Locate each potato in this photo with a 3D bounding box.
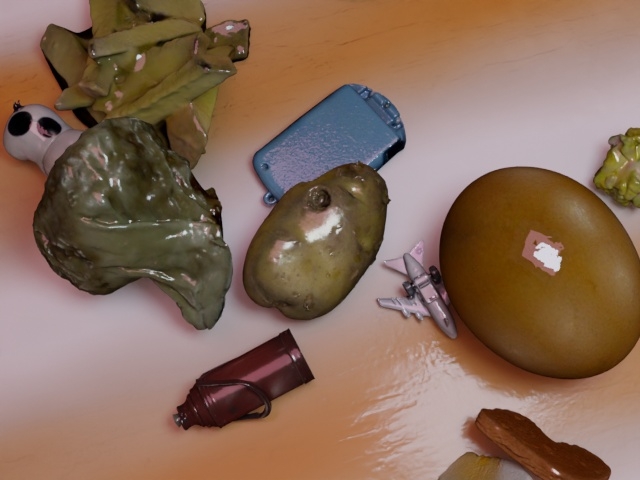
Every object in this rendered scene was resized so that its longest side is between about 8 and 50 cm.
[{"bbox_3d":[0.000,0.000,1.359,0.191,0.141,0.296,43,85,-19],"label":"potato"}]

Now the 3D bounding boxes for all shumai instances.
[{"bbox_3d":[-0.261,-0.009,1.290,0.292,0.330,0.288,-36,64,-23],"label":"shumai"}]

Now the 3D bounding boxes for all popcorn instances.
[{"bbox_3d":[0.541,-0.127,1.396,0.126,0.125,0.145,32,101,19],"label":"popcorn"}]

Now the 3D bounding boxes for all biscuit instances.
[{"bbox_3d":[0.346,0.323,1.269,0.192,0.186,0.036,36,107,35],"label":"biscuit"}]

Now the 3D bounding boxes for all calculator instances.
[{"bbox_3d":[0.016,-0.156,1.464,0.293,0.051,0.173,-39,77,-8],"label":"calculator"}]

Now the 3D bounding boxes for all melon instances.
[{"bbox_3d":[0.278,0.388,1.265,0.139,0.202,0.093,47,57,-20],"label":"melon"}]

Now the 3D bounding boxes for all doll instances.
[{"bbox_3d":[-0.472,-0.168,1.463,0.180,0.107,0.110,33,56,5],"label":"doll"}]

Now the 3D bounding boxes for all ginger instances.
[{"bbox_3d":[-0.307,-0.343,1.457,0.413,0.211,0.358,33,75,12],"label":"ginger"}]

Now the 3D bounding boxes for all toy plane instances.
[{"bbox_3d":[0.181,0.088,1.379,0.162,0.065,0.171,-31,69,2],"label":"toy plane"}]

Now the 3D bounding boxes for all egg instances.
[{"bbox_3d":[0.340,0.050,1.267,0.282,0.282,0.351,-41,87,-9],"label":"egg"}]

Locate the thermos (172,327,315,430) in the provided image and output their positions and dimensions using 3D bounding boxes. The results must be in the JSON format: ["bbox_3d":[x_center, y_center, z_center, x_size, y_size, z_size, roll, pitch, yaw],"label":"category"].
[{"bbox_3d":[-0.133,0.235,1.334,0.232,0.099,0.124,-27,37,-4],"label":"thermos"}]
